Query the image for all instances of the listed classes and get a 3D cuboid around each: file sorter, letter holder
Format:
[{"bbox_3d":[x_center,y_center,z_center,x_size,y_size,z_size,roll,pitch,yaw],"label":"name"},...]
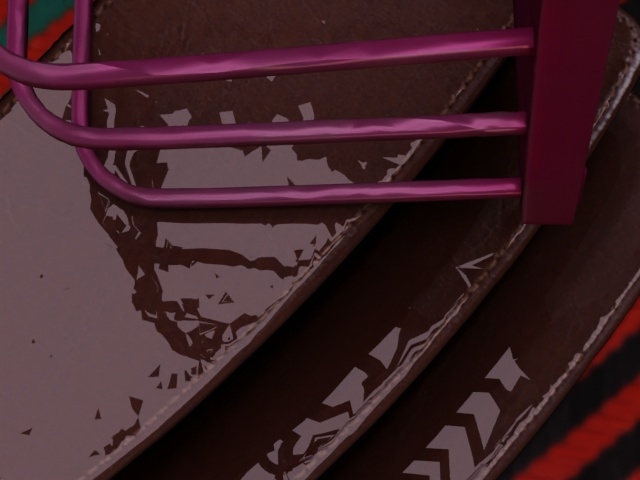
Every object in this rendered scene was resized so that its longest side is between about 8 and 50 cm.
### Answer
[{"bbox_3d":[-0.015,-0.136,0.459,0.182,0.291,0.202,-2,75,5],"label":"file sorter"},{"bbox_3d":[0.000,0.000,0.644,0.214,0.152,0.302,40,80,13],"label":"letter holder"}]
